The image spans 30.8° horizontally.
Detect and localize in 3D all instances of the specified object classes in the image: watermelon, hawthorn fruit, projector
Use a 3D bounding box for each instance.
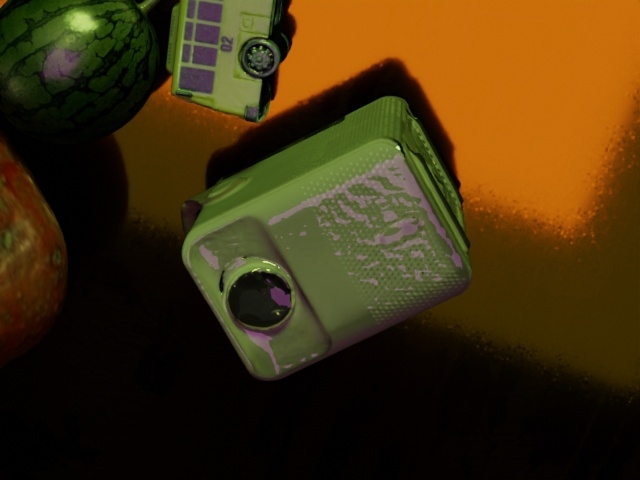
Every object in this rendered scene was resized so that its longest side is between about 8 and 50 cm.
[{"bbox_3d":[-0.194,-0.166,0.977,0.187,0.141,0.141,-37,103,9],"label":"watermelon"},{"bbox_3d":[-0.348,0.002,1.000,0.258,0.258,0.262,-21,75,11],"label":"hawthorn fruit"},{"bbox_3d":[0.000,0.000,1.002,0.242,0.177,0.163,-25,105,13],"label":"projector"}]

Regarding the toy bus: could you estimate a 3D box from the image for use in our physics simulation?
[{"bbox_3d":[-0.073,-0.195,0.985,0.101,0.088,0.175,10,108,2],"label":"toy bus"}]
